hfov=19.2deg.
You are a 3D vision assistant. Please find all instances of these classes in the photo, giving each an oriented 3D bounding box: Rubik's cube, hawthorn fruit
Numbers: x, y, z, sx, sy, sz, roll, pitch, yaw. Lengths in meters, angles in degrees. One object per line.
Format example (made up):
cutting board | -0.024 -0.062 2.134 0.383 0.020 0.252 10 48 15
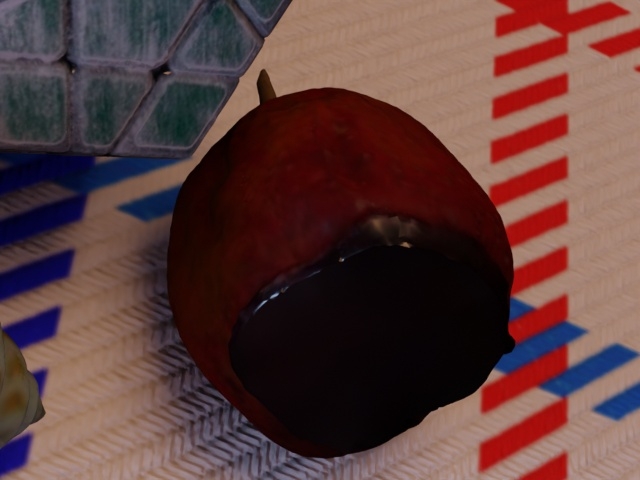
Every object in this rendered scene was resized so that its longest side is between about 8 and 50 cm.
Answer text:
Rubik's cube | -0.153 -0.175 0.960 0.319 0.264 0.319 57 18 -29
hawthorn fruit | 0.000 0.000 1.038 0.189 0.189 0.251 -2 45 -36

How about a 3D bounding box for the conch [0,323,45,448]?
conch | -0.277 0.032 0.797 0.368 0.197 0.249 25 81 -18
